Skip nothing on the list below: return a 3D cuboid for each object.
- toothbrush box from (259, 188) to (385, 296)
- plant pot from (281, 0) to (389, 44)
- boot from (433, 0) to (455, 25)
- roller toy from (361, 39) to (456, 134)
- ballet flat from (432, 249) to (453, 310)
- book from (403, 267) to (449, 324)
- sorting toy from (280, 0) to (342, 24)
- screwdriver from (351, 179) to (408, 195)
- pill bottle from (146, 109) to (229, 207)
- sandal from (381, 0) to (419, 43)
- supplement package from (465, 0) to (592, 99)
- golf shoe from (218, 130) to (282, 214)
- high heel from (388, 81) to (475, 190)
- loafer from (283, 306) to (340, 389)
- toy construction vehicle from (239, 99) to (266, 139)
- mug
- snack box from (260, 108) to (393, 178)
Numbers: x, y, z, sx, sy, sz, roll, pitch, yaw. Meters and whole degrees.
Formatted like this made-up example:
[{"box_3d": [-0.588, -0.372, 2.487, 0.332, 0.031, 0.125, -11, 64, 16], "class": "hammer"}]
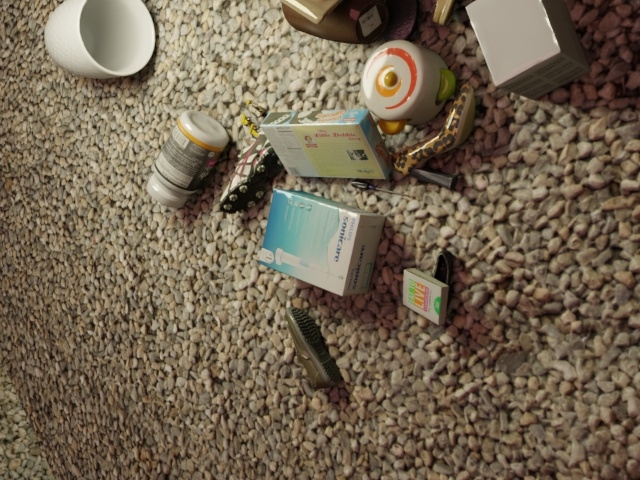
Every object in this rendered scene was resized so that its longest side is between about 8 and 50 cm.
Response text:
[{"box_3d": [0.000, 0.000, 1.928, 0.295, 0.126, 0.217, 18, 101, 36], "class": "toothbrush box"}, {"box_3d": [0.054, -0.578, 1.797, 0.230, 0.215, 0.215, 42, 115, 37], "class": "plant pot"}, {"box_3d": [0.233, -0.645, 1.702, 0.203, 0.095, 0.262, 10, 94, 5], "class": "boot"}, {"box_3d": [0.199, -0.377, 1.755, 0.209, 0.146, 0.191, -42, 67, 31], "class": "roller toy"}, {"box_3d": [0.286, 0.107, 1.761, 0.057, 0.049, 0.173, 10, 97, 37], "class": "ballet flat"}, {"box_3d": [0.254, 0.134, 1.765, 0.144, 0.035, 0.096, 27, 119, 56], "class": "book"}, {"box_3d": [-0.033, -0.669, 1.738, 0.307, 0.041, 0.229, 40, 84, 26], "class": "sorting toy"}, {"box_3d": [0.154, -0.129, 1.879, 0.169, 0.024, 0.025, 20, 132, 29], "class": "screwdriver"}, {"box_3d": [-0.409, -0.243, 2.212, 0.162, 0.162, 0.278, 50, 119, 25], "class": "pill bottle"}, {"box_3d": [0.206, -0.602, 1.811, 0.097, 0.054, 0.255, -1, 81, 30], "class": "sandal"}, {"box_3d": [0.441, -0.425, 1.535, 0.149, 0.203, 0.194, -25, 76, 35], "class": "supplement package"}, {"box_3d": [-0.205, -0.190, 2.112, 0.273, 0.105, 0.120, -47, 49, 22], "class": "golf shoe"}, {"box_3d": [0.261, -0.266, 1.739, 0.186, 0.093, 0.261, 23, 114, 28], "class": "high heel"}, {"box_3d": [-0.042, 0.298, 1.987, 0.087, 0.094, 0.251, -38, 69, 27], "class": "loafer"}, {"box_3d": [-0.192, -0.355, 2.128, 0.098, 0.035, 0.086, 42, 126, 32], "class": "toy construction vehicle"}, {"box_3d": [-0.730, -0.710, 2.405, 0.328, 0.276, 0.374, 7, 65, 44], "class": "mug"}, {"box_3d": [0.015, -0.248, 1.883, 0.321, 0.187, 0.060, 6, 52, 37], "class": "snack box"}]
